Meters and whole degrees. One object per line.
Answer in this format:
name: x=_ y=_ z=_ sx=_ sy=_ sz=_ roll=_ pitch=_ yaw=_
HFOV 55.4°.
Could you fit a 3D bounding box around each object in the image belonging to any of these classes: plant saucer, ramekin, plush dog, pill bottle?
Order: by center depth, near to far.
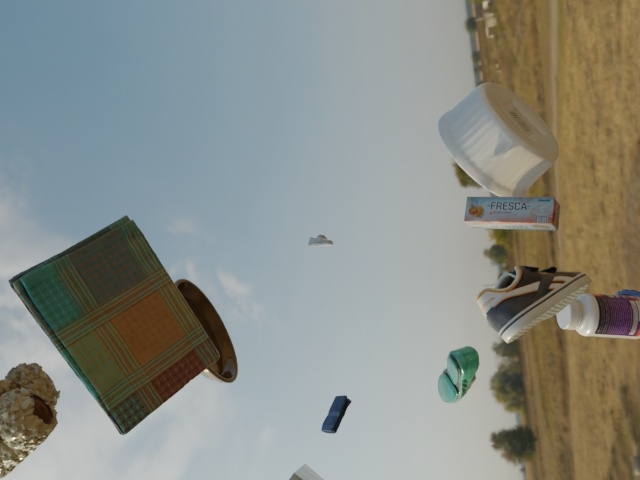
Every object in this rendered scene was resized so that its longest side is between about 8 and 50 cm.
plush dog: x=-0.557 y=0.267 z=0.946 sx=0.225 sy=0.210 sz=0.262 roll=43 pitch=167 yaw=-17
ramekin: x=0.425 y=-0.242 z=1.435 sx=0.277 sy=0.135 sz=0.277 roll=24 pitch=-139 yaw=-22
plant saucer: x=-0.284 y=0.220 z=1.457 sx=0.277 sy=0.041 sz=0.278 roll=60 pitch=-174 yaw=-11
pill bottle: x=0.698 y=0.187 z=1.519 sx=0.108 sy=0.194 sz=0.108 roll=-176 pitch=90 yaw=-86

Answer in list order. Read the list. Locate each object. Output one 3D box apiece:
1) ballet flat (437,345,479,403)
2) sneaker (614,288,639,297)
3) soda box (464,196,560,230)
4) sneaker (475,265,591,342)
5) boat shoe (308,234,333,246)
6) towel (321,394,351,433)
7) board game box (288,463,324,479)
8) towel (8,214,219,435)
ballet flat: x=0.352 y=0.336 z=1.516 sx=0.247 sy=0.087 sz=0.083 roll=86 pitch=161 yaw=-55
sneaker: x=0.851 y=0.183 z=1.625 sx=0.087 sy=0.083 sz=0.221 roll=-63 pitch=5 yaw=-12
soda box: x=0.399 y=-0.057 z=1.273 sx=0.063 sy=0.183 sz=0.058 roll=24 pitch=-107 yaw=-56
sneaker: x=0.476 y=0.110 z=1.352 sx=0.321 sy=0.127 sz=0.126 roll=-16 pitch=-35 yaw=-39
boat shoe: x=0.000 y=0.000 z=1.698 sx=0.035 sy=0.100 sz=0.035 roll=6 pitch=-97 yaw=-33
towel: x=0.047 y=0.533 z=1.867 sx=0.029 sy=0.067 sz=0.119 roll=41 pitch=-122 yaw=-21
board game box: x=0.002 y=0.734 z=1.675 sx=0.097 sy=0.224 sz=0.303 roll=-52 pitch=-14 yaw=-11
towel: x=-0.394 y=0.161 z=1.228 sx=0.271 sy=0.040 sz=0.370 roll=-38 pitch=-80 yaw=-37
